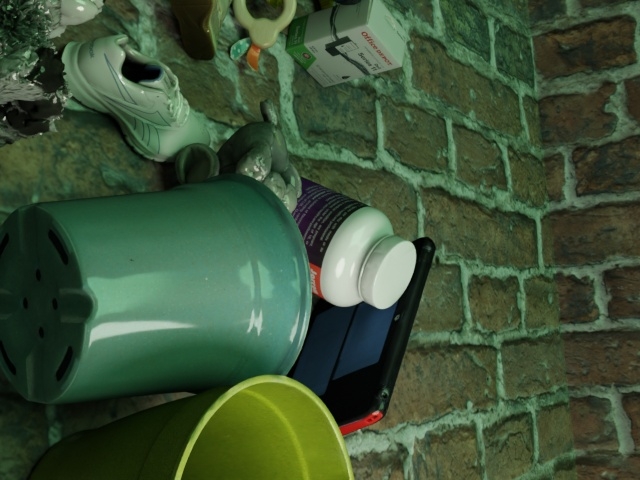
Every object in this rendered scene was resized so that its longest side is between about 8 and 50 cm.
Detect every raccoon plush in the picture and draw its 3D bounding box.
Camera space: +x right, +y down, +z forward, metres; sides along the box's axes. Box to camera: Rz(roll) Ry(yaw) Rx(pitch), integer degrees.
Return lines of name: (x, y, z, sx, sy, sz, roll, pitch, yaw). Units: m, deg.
raccoon plush: (-0.467, -0.298, 0.992, 0.446, 0.216, 0.299, 8, 68, -44)

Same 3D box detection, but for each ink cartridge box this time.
ink cartridge box: (0.057, -0.418, 1.796, 0.153, 0.208, 0.087, 37, 54, -45)

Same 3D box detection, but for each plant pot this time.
plant pot: (-0.196, 0.369, 1.127, 0.366, 0.352, 0.367, 16, 70, -52)
plant pot: (-0.246, 0.074, 1.172, 0.334, 0.341, 0.342, -3, 85, -48)

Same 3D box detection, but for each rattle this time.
rattle: (-0.125, -0.429, 1.697, 0.130, 0.142, 0.200, 7, 92, -22)

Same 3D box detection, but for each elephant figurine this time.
elephant figurine: (-0.166, -0.090, 1.412, 0.169, 0.239, 0.186, 61, 26, -24)

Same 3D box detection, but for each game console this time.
game console: (0.051, 0.193, 1.546, 0.060, 0.342, 0.387, 34, 51, -15)

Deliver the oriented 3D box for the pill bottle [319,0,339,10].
pill bottle: (0.041, -0.587, 1.894, 0.117, 0.117, 0.209, -35, 111, -53)

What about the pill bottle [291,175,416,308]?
pill bottle: (0.000, 0.000, 1.496, 0.181, 0.322, 0.182, -34, 137, -39)

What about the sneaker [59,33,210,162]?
sneaker: (-0.270, -0.217, 1.352, 0.297, 0.129, 0.111, 35, 53, -48)

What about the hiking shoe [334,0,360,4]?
hiking shoe: (-0.041, -0.565, 1.706, 0.304, 0.113, 0.132, 43, 46, 17)

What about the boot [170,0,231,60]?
boot: (-0.201, -0.446, 1.495, 0.213, 0.077, 0.165, 91, 11, -57)
